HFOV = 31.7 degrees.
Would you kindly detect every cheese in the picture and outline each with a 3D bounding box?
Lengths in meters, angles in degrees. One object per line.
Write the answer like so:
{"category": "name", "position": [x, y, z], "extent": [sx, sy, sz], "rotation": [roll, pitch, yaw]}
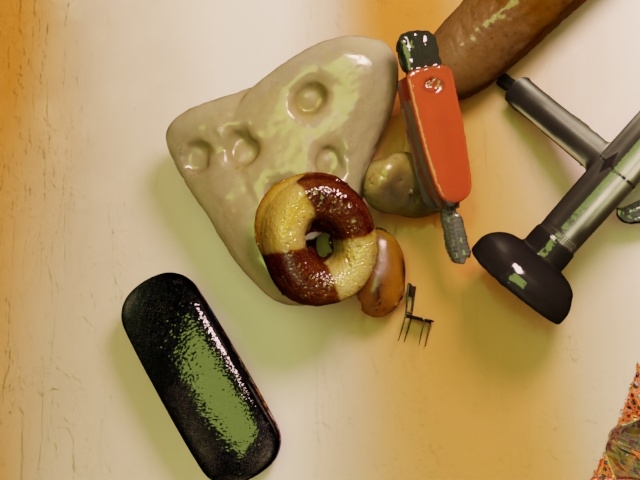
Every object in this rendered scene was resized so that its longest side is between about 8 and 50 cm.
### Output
{"category": "cheese", "position": [-0.007, -0.090, 1.598], "extent": [0.351, 0.129, 0.328], "rotation": [-25, 82, 6]}

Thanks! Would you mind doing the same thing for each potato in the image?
{"category": "potato", "position": [0.122, -0.078, 1.577], "extent": [0.138, 0.070, 0.091], "rotation": [11, 112, -20]}

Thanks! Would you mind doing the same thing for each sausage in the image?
{"category": "sausage", "position": [0.322, -0.371, 1.577], "extent": [0.501, 0.136, 0.123], "rotation": [-43, 92, 1]}

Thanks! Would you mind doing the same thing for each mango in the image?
{"category": "mango", "position": [0.087, 0.044, 1.578], "extent": [0.063, 0.077, 0.127], "rotation": [0, 87, 26]}

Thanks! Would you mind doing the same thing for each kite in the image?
{"category": "kite", "position": [0.438, 0.288, 1.509], "extent": [0.125, 0.008, 0.222], "rotation": [24, 86, 11]}

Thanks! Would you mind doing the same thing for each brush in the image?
{"category": "brush", "position": [0.162, -0.127, 1.524], "extent": [0.070, 0.051, 0.323], "rotation": [-13, 92, -21]}

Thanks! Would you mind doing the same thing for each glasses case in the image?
{"category": "glasses case", "position": [-0.171, 0.193, 1.599], "extent": [0.122, 0.082, 0.321], "rotation": [-32, 77, 5]}

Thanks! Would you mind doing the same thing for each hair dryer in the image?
{"category": "hair dryer", "position": [0.319, -0.083, 1.547], "extent": [0.320, 0.156, 0.284], "rotation": [-56, 32, 4]}

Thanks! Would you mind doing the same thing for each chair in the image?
{"category": "chair", "position": [0.137, 0.104, 1.580], "extent": [0.042, 0.037, 0.086], "rotation": [6, 85, 24]}

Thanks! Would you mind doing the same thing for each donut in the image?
{"category": "donut", "position": [0.000, 0.000, 1.500], "extent": [0.166, 0.073, 0.184], "rotation": [-10, 97, -10]}

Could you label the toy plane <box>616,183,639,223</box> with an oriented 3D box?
{"category": "toy plane", "position": [0.564, -0.085, 1.498], "extent": [0.316, 0.103, 0.204], "rotation": [17, 94, 12]}
